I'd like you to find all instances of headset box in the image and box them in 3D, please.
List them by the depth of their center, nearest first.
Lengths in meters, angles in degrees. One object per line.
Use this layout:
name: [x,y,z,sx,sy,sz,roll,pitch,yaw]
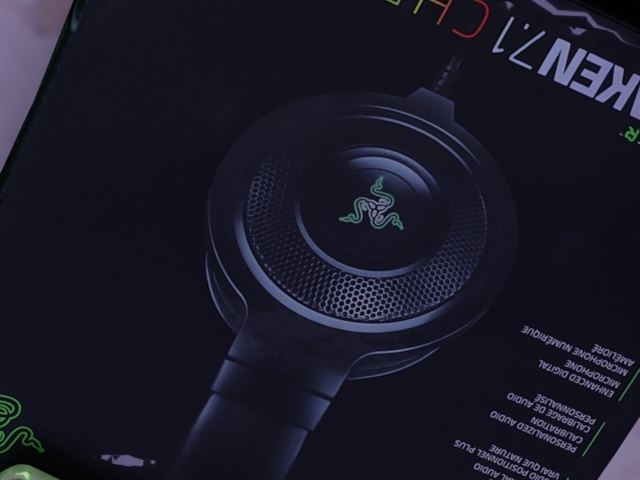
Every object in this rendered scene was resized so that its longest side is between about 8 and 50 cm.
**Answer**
headset box: [0.000,0.000,0.642,0.246,0.131,0.283,24,114,-12]

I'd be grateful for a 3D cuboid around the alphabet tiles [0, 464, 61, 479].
alphabet tiles: [-0.119,0.185,0.697,0.278,0.021,0.284,26,136,-17]
